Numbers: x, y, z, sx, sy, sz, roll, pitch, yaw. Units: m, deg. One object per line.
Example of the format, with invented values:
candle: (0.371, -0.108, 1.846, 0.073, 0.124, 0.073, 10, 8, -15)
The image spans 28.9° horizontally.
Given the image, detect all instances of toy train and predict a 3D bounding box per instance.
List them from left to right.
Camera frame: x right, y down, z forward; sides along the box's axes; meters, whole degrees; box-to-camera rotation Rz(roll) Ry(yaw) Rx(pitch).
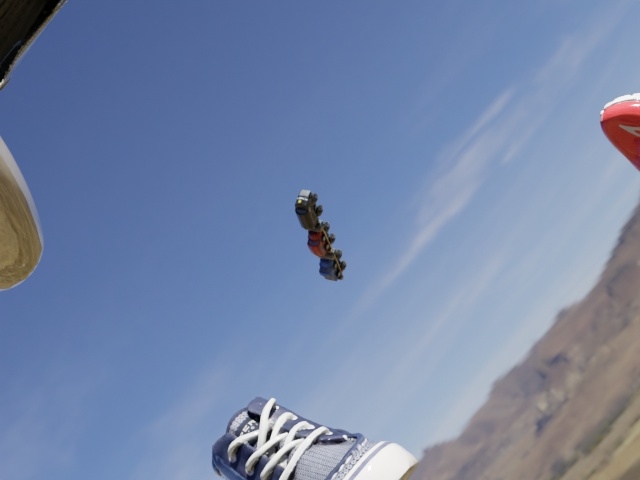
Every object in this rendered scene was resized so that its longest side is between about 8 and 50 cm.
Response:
toy train: (0.000, 0.000, 1.542, 0.036, 0.027, 0.158, -63, -34, -32)

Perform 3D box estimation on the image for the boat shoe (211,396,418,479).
boat shoe: (-0.024, 0.207, 1.108, 0.127, 0.158, 0.340, -45, -8, -21)

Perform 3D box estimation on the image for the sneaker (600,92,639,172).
sneaker: (0.471, -0.078, 1.601, 0.118, 0.279, 0.107, -49, 0, -42)

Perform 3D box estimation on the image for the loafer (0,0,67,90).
loafer: (-0.173, -0.188, 0.779, 0.094, 0.087, 0.251, 26, -86, -38)

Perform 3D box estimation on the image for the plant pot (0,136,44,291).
plant pot: (-0.491, -0.040, 1.656, 0.256, 0.256, 0.274, -45, -28, -6)
